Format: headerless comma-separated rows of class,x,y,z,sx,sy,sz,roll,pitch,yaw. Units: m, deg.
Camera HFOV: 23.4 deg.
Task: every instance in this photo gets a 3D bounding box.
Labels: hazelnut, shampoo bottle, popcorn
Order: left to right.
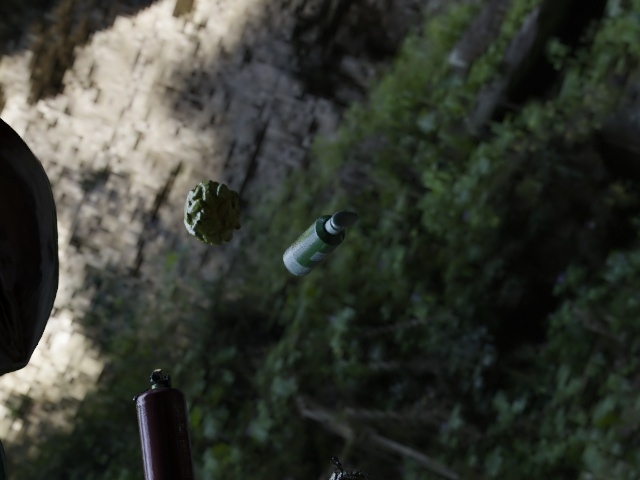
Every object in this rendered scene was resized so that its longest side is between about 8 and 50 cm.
hazelnut,-0.526,-0.006,2.092,0.402,0.402,0.429,-56,-5,-34
popcorn,-0.200,-0.053,2.869,0.116,0.120,0.106,-43,16,-6
shampoo bottle,0.000,0.000,2.766,0.065,0.065,0.204,-57,7,-32

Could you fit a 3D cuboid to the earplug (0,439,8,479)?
earplug,-0.589,0.367,2.320,0.164,0.257,0.280,-79,4,-55

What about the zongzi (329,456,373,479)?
zongzi,0.034,0.422,2.177,0.189,0.081,0.178,103,169,-47

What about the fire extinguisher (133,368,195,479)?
fire extinguisher,-0.285,0.355,2.822,0.105,0.105,0.269,52,-153,-69
